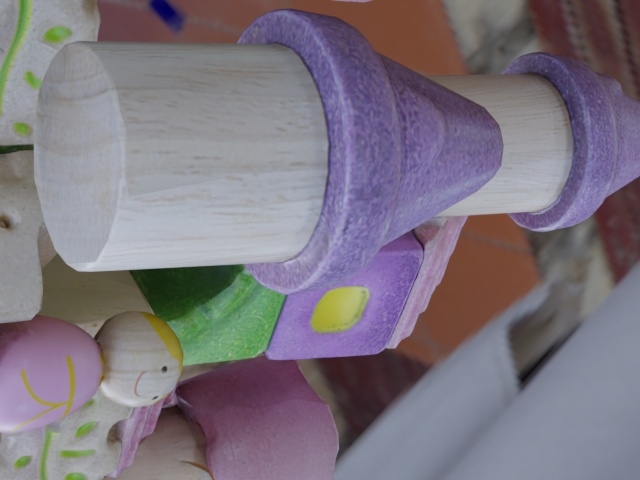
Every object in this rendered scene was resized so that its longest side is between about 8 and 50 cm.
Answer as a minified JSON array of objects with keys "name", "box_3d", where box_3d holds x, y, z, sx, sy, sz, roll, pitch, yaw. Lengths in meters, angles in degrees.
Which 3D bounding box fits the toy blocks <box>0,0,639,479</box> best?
[{"name":"toy blocks","box_3d":[0.000,0.000,0.507,0.309,0.260,0.288,56,138,41]}]
